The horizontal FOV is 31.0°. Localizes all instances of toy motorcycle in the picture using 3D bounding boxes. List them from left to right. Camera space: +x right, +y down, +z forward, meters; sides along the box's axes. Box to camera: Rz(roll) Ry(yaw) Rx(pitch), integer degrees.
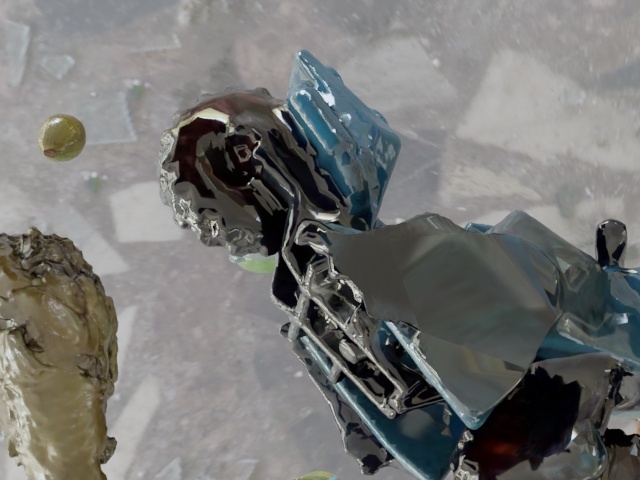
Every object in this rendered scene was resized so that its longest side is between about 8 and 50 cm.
[{"bbox_3d":[0.085,0.027,0.770,0.232,0.172,0.416,-35,67,-28],"label":"toy motorcycle"}]

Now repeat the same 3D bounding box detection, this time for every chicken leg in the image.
[{"bbox_3d":[-0.125,0.089,0.548,0.085,0.069,0.197,-19,81,39],"label":"chicken leg"}]

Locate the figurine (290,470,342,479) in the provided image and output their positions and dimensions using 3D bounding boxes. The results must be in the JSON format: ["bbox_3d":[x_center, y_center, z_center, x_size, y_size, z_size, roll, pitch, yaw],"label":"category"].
[{"bbox_3d":[-0.019,0.443,1.589,0.154,0.180,0.262,3,55,23],"label":"figurine"}]

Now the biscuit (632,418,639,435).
[{"bbox_3d":[0.545,0.205,1.597,0.043,0.306,0.283,24,112,53],"label":"biscuit"}]

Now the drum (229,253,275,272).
[{"bbox_3d":[-0.017,0.010,1.265,0.130,0.253,0.049,-31,125,-20],"label":"drum"}]

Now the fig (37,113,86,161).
[{"bbox_3d":[-0.404,-0.154,1.781,0.074,0.088,0.074,8,127,10],"label":"fig"}]
